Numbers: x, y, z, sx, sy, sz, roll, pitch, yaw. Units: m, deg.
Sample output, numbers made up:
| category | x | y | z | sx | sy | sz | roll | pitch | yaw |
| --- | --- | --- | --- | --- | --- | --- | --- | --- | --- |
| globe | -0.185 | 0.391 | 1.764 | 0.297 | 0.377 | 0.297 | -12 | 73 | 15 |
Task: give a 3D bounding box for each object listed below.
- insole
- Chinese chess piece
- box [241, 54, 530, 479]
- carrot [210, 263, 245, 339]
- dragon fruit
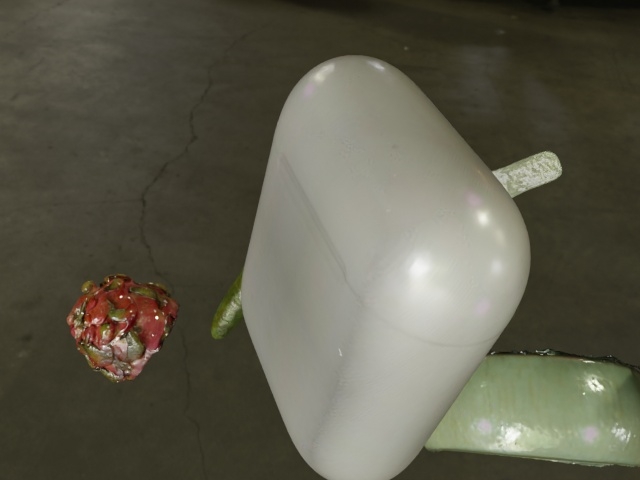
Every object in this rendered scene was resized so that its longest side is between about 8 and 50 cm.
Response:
| category | x | y | z | sx | sy | sz | roll | pitch | yaw |
| --- | --- | --- | --- | --- | --- | --- | --- | --- | --- |
| insole | 0.256 | -0.080 | 0.964 | 0.192 | 0.063 | 0.010 | -20 | 18 | 25 |
| Chinese chess piece | 0.323 | 0.261 | 1.004 | 0.349 | 0.349 | 0.146 | 5 | 72 | 2 |
| box | 0.032 | 0.035 | 0.596 | 0.141 | 0.349 | 0.289 | -5 | 46 | -25 |
| carrot | -0.121 | 0.065 | 1.245 | 0.074 | 0.358 | 0.074 | 26 | 26 | -14 |
| dragon fruit | -0.580 | 0.218 | 1.885 | 0.263 | 0.314 | 0.296 | 34 | 24 | -16 |
